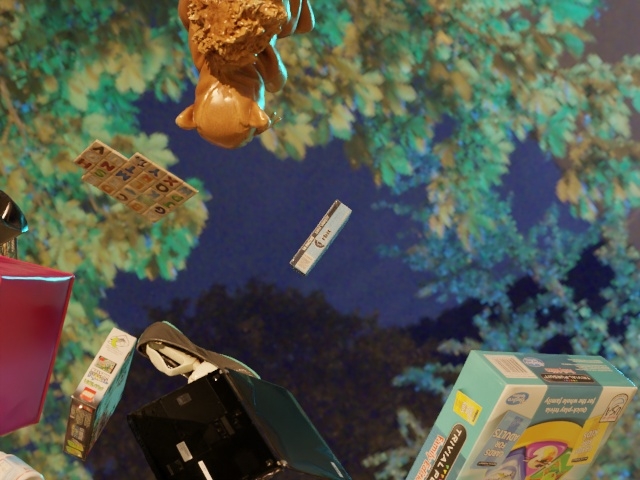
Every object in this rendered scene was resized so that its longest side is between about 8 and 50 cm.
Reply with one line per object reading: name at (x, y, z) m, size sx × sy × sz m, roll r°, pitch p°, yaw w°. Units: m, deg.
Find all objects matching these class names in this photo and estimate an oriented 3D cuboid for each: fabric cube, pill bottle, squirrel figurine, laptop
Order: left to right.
fabric cube at (-0.553, 0.139, 1.512) m, size 0.258 × 0.259 × 0.254 m, roll 0°, pitch -77°, yaw -81°
pill bottle at (-0.731, 0.563, 2.447) m, size 0.087 × 0.160 × 0.087 m, roll -20°, pitch -62°, yaw -41°
squirrel figurine at (-0.183, -0.386, 2.040) m, size 0.281 × 0.370 × 0.397 m, roll 7°, pitch -24°, yaw 6°
laptop at (-0.125, 0.323, 1.585) m, size 0.264 × 0.234 × 0.136 m, roll -26°, pitch -47°, yaw -15°

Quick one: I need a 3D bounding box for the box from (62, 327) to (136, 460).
box at (-0.303, 0.213, 1.406) m, size 0.114 × 0.036 × 0.207 m, roll -64°, pitch 1°, yaw -35°

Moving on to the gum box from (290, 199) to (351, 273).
gum box at (0.000, 0.000, 2.095) m, size 0.157 × 0.041 × 0.184 m, roll -54°, pitch -1°, yaw -5°

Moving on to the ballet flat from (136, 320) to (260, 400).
ballet flat at (-0.250, 0.256, 2.035) m, size 0.096 × 0.281 × 0.095 m, roll -35°, pitch -39°, yaw -47°

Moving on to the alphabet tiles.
alphabet tiles at (-0.411, -0.132, 2.240) m, size 0.237 × 0.009 × 0.198 m, roll 33°, pitch -36°, yaw -23°

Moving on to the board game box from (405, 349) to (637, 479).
board game box at (0.241, 0.307, 1.364) m, size 0.254 × 0.079 × 0.336 m, roll 7°, pitch -64°, yaw -36°

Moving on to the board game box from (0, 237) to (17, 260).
board game box at (-0.751, 0.055, 2.387) m, size 0.026 × 0.126 × 0.186 m, roll 2°, pitch -11°, yaw -39°

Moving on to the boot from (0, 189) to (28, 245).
boot at (-0.790, 0.061, 2.161) m, size 0.445 × 0.146 × 0.367 m, roll -37°, pitch -40°, yaw 12°
